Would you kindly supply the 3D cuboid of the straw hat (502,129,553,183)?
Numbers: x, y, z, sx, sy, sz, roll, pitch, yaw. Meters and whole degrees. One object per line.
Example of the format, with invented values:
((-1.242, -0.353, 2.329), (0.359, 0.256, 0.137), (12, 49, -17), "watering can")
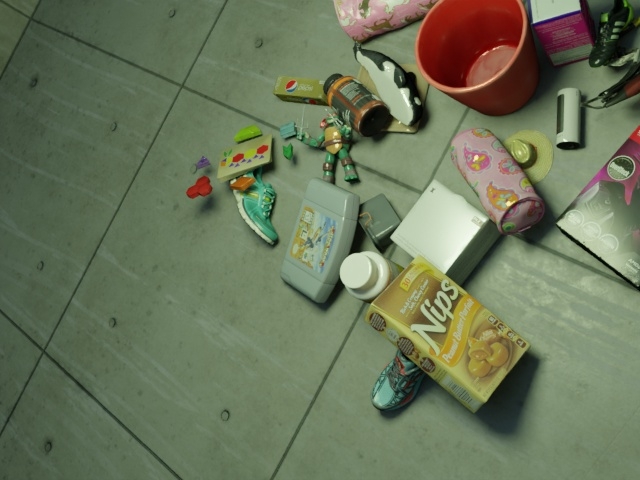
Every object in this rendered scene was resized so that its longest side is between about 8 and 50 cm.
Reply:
((0.477, -0.206, 1.751), (0.144, 0.061, 0.145), (-10, 71, 30), "straw hat")

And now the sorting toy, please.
((0.186, -0.386, 2.005), (0.208, 0.038, 0.193), (10, 81, 29), "sorting toy")

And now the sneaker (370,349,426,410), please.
((0.197, 0.289, 1.733), (0.262, 0.125, 0.104), (-50, 56, 9), "sneaker")

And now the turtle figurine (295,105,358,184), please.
((0.033, -0.268, 2.012), (0.175, 0.118, 0.234), (-15, 83, 43), "turtle figurine")

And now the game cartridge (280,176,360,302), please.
((0.000, 0.000, 1.930), (0.198, 0.062, 0.297), (30, 105, 54), "game cartridge")

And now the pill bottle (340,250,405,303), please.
((0.134, 0.095, 1.777), (0.117, 0.215, 0.117), (-10, 70, 29), "pill bottle")

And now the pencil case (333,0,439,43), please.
((0.219, -0.677, 1.997), (0.386, 0.160, 0.167), (-20, 58, 26), "pencil case")

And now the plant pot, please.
((0.395, -0.432, 1.760), (0.274, 0.243, 0.275), (-10, 70, 30), "plant pot")

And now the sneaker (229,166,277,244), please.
((-0.178, -0.114, 2.107), (0.110, 0.107, 0.275), (-29, 62, 11), "sneaker")

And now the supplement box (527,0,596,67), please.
((0.557, -0.504, 1.697), (0.113, 0.220, 0.111), (-10, 71, 27), "supplement box")

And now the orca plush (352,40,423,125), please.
((0.196, -0.418, 1.956), (0.287, 0.102, 0.151), (47, 144, 37), "orca plush")

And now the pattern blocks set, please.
((-0.220, -0.238, 2.144), (0.324, 0.026, 0.285), (-11, 43, 22), "pattern blocks set")

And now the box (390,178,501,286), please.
((0.301, -0.015, 1.766), (0.181, 0.119, 0.182), (42, 99, 34), "box")

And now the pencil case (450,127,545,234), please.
((0.404, -0.142, 1.713), (0.124, 0.124, 0.284), (-40, 45, 16), "pencil case")

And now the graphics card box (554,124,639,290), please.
((0.707, -0.100, 1.558), (0.371, 0.094, 0.233), (-51, 56, 10), "graphics card box")

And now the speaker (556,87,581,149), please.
((0.576, -0.281, 1.717), (0.055, 0.055, 0.136), (-2, 75, 31), "speaker")

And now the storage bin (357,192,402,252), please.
((0.150, -0.054, 1.893), (0.091, 0.098, 0.135), (-34, 60, 7), "storage bin")

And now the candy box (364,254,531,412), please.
((0.276, 0.201, 1.627), (0.316, 0.087, 0.183), (40, 61, 13), "candy box")

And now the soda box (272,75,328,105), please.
((-0.047, -0.433, 2.143), (0.181, 0.061, 0.058), (14, 83, 34), "soda box")

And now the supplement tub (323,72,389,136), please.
((0.087, -0.367, 1.961), (0.106, 0.106, 0.198), (-48, 54, 10), "supplement tub")

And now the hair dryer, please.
((0.728, -0.350, 1.596), (0.293, 0.080, 0.224), (-3, 48, 42), "hair dryer")

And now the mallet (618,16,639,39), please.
((0.731, -0.494, 1.698), (0.189, 0.039, 0.062), (-44, 55, 15), "mallet")

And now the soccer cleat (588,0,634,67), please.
((0.645, -0.469, 1.667), (0.060, 0.072, 0.179), (13, 68, 55), "soccer cleat")
